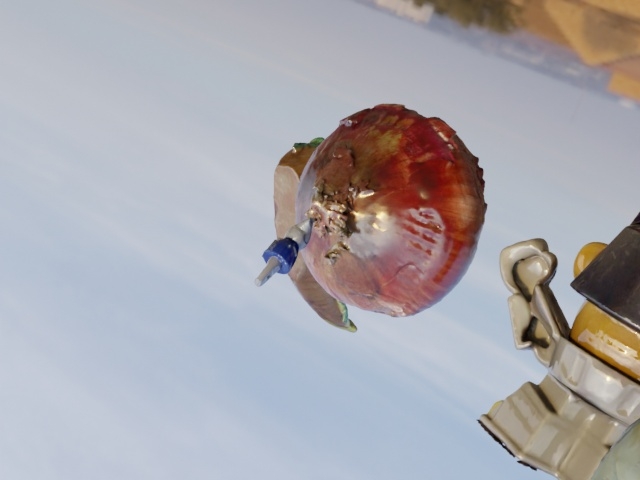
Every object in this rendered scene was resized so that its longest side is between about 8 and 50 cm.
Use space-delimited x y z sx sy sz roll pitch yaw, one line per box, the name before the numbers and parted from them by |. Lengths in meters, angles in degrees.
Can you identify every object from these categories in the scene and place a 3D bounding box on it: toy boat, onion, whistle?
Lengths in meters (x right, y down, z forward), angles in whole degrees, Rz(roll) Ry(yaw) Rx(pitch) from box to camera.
toy boat | -0.008 0.006 1.626 0.099 0.293 0.108 -20 -163 -36
onion | 0.050 -0.035 1.186 0.163 0.230 0.230 11 -164 -39
whistle | -0.032 0.010 1.030 0.029 0.033 0.083 34 -123 9

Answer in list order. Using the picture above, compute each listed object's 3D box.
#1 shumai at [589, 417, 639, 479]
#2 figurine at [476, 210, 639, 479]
shumai | 0.280 0.082 0.668 0.304 0.309 0.263 6 -140 -2
figurine | 0.284 0.100 1.030 0.308 0.309 0.143 23 -171 9
